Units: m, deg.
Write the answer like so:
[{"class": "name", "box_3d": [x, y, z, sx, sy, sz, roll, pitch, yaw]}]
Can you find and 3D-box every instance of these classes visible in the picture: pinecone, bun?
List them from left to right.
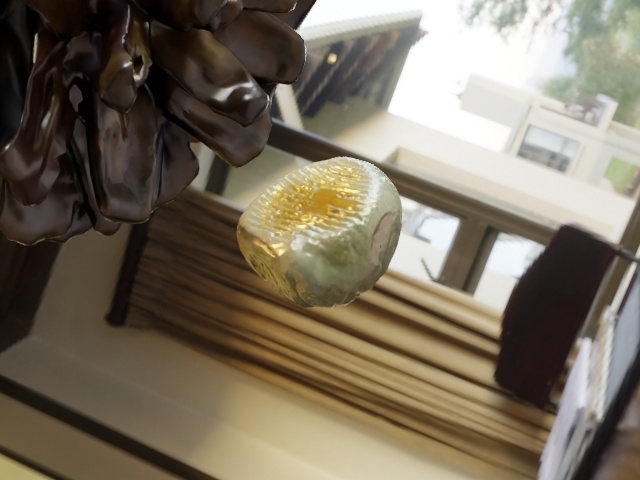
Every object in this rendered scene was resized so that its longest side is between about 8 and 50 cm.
[{"class": "pinecone", "box_3d": [-0.186, -0.177, 0.590, 0.398, 0.398, 0.397, 22, -90, -80]}, {"class": "bun", "box_3d": [0.000, 0.000, 1.235, 0.244, 0.244, 0.153, -57, -44, -47]}]
